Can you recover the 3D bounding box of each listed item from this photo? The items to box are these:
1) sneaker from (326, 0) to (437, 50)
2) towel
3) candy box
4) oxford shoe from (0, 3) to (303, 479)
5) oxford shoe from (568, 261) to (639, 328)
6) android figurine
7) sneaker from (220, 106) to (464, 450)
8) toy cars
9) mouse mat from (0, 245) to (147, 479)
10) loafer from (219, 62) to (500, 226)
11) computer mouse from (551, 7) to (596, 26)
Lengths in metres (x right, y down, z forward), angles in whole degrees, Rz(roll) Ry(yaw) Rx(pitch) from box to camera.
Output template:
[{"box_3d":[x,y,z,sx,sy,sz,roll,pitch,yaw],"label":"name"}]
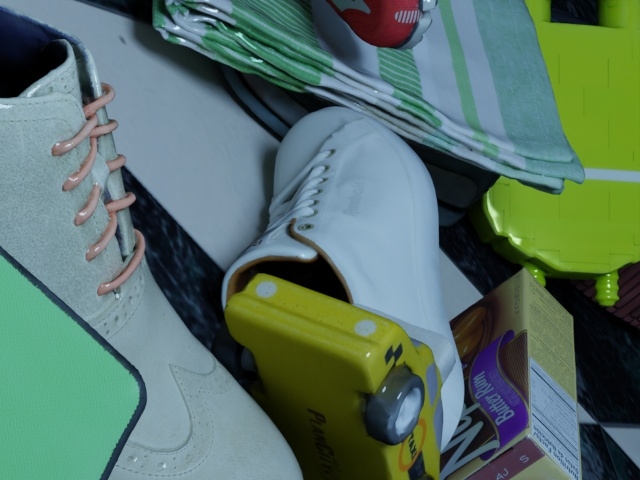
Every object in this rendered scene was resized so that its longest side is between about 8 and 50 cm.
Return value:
[{"box_3d":[-0.028,-0.218,1.204,0.118,0.107,0.279,-17,56,-32],"label":"sneaker"},{"box_3d":[0.028,-0.164,1.289,0.324,0.038,0.248,21,36,-24],"label":"towel"},{"box_3d":[0.098,0.107,1.110,0.053,0.109,0.187,45,24,-17],"label":"candy box"},{"box_3d":[-0.129,0.000,0.778,0.397,0.146,0.140,43,24,-22],"label":"oxford shoe"},{"box_3d":[0.219,-0.070,1.590,0.348,0.123,0.130,50,17,-9],"label":"oxford shoe"},{"box_3d":[0.201,-0.084,1.475,0.056,0.248,0.273,151,-61,-75],"label":"android figurine"},{"box_3d":[0.000,0.000,1.082,0.123,0.106,0.290,27,28,-30],"label":"sneaker"},{"box_3d":[0.090,0.146,0.939,0.394,0.176,0.087,46,60,-16],"label":"toy cars"},{"box_3d":[-0.149,0.075,0.672,0.152,0.007,0.190,45,45,-21],"label":"mouse mat"},{"box_3d":[0.039,-0.097,1.324,0.267,0.084,0.096,29,32,-45],"label":"loafer"},{"box_3d":[0.275,-0.184,1.939,0.262,0.060,0.184,35,28,-36],"label":"computer mouse"}]
